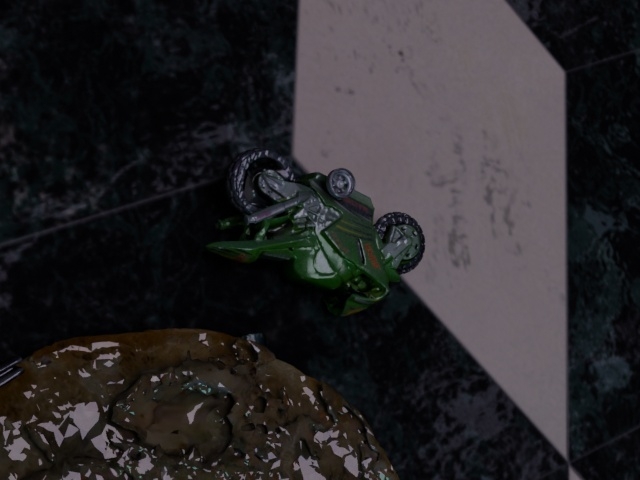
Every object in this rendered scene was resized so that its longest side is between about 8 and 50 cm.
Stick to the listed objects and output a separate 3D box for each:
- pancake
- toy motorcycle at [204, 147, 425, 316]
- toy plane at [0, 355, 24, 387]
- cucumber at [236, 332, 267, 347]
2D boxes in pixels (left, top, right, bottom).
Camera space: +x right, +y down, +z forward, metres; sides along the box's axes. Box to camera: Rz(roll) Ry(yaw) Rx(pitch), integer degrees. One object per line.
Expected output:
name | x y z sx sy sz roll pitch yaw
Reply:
pancake | -0.095 0.247 1.108 0.382 0.071 0.382 6 76 -24
toy motorcycle | 0.000 0.000 1.253 0.190 0.074 0.106 24 74 -26
toy plane | -0.370 0.119 0.961 0.382 0.106 0.155 -35 107 -38
cucumber | -0.047 0.139 1.204 0.032 0.032 0.133 -4 81 -34
